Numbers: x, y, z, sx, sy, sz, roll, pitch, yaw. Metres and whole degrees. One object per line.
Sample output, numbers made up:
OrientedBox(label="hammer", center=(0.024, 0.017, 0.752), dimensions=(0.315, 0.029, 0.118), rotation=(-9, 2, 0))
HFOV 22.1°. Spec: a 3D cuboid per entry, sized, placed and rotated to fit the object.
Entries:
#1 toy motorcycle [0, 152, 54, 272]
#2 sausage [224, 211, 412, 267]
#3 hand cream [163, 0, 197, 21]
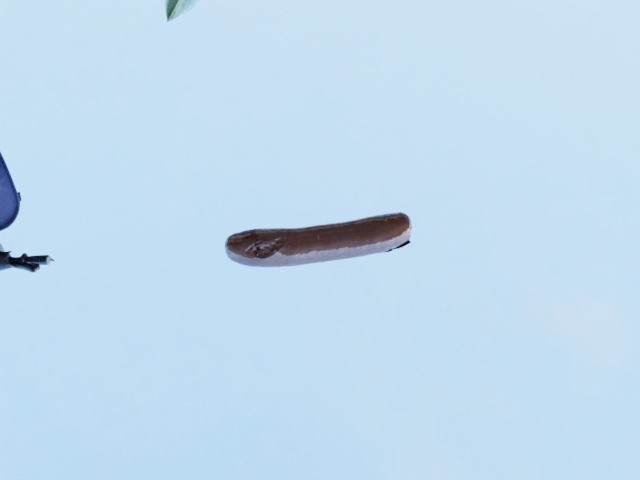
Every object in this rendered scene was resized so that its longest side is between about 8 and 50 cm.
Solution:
OrientedBox(label="toy motorcycle", center=(-0.396, -0.050, 1.720), dimensions=(0.125, 0.212, 0.358), rotation=(-26, -173, -24))
OrientedBox(label="sausage", center=(0.000, 0.000, 1.598), dimensions=(0.186, 0.043, 0.043), rotation=(-7, -148, -12))
OrientedBox(label="hand cream", center=(-0.161, -0.304, 1.971), dimensions=(0.046, 0.095, 0.175), rotation=(28, -176, -10))
